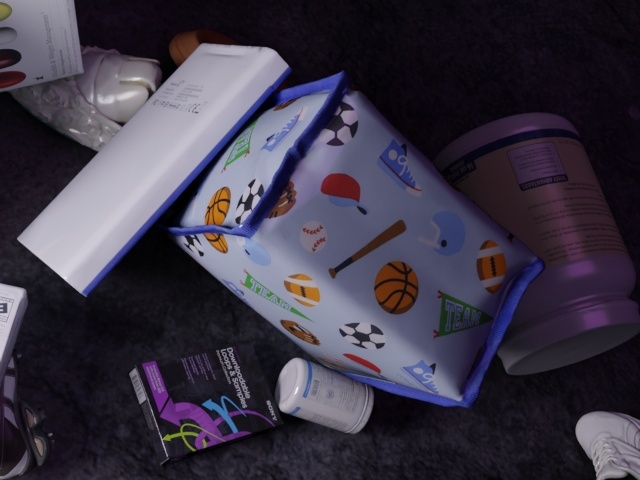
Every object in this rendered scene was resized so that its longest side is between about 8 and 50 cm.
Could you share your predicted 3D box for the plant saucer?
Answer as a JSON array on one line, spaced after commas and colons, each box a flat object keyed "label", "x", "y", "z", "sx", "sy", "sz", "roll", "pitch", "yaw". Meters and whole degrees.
[{"label": "plant saucer", "x": -0.114, "y": -0.227, "z": 1.428, "sx": 0.200, "sy": 0.037, "sz": 0.200, "roll": 32, "pitch": 23, "yaw": -15}]

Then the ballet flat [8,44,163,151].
[{"label": "ballet flat", "x": -0.195, "y": -0.157, "z": 1.327, "sx": 0.409, "sy": 0.147, "sz": 0.147, "roll": 29, "pitch": 51, "yaw": -16}]

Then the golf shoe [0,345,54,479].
[{"label": "golf shoe", "x": -0.352, "y": 0.152, "z": 1.070, "sx": 0.094, "sy": 0.077, "sz": 0.198, "roll": -18, "pitch": 73, "yaw": -39}]

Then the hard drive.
[{"label": "hard drive", "x": -0.189, "y": -0.090, "z": 1.151, "sx": 0.318, "sy": 0.210, "sz": 0.040, "roll": -49, "pitch": 119, "yaw": -11}]

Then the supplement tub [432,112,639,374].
[{"label": "supplement tub", "x": 0.307, "y": 0.007, "z": 1.495, "sx": 0.236, "sy": 0.235, "sz": 0.324, "roll": -2, "pitch": 64, "yaw": -35}]

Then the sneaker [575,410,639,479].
[{"label": "sneaker", "x": 0.413, "y": 0.308, "z": 1.430, "sx": 0.115, "sy": 0.090, "sz": 0.232, "roll": 6, "pitch": 22, "yaw": -28}]

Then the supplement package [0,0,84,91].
[{"label": "supplement package", "x": -0.391, "y": -0.277, "z": 1.175, "sx": 0.203, "sy": 0.194, "sz": 0.149, "roll": -16, "pitch": 65, "yaw": -15}]

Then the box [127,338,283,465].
[{"label": "box", "x": -0.133, "y": 0.187, "z": 1.229, "sx": 0.162, "sy": 0.029, "sz": 0.116, "roll": -10, "pitch": 69, "yaw": -39}]

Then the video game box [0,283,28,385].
[{"label": "video game box", "x": -0.412, "y": 0.115, "z": 1.017, "sx": 0.205, "sy": 0.048, "sz": 0.187, "roll": 14, "pitch": 61, "yaw": -4}]

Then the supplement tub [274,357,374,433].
[{"label": "supplement tub", "x": 0.004, "y": 0.192, "z": 1.289, "sx": 0.107, "sy": 0.071, "sz": 0.071, "roll": 23, "pitch": 53, "yaw": -22}]

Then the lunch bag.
[{"label": "lunch bag", "x": 0.000, "y": 0.000, "z": 1.176, "sx": 0.328, "sy": 0.385, "sz": 0.239, "roll": 41, "pitch": 70, "yaw": -20}]
